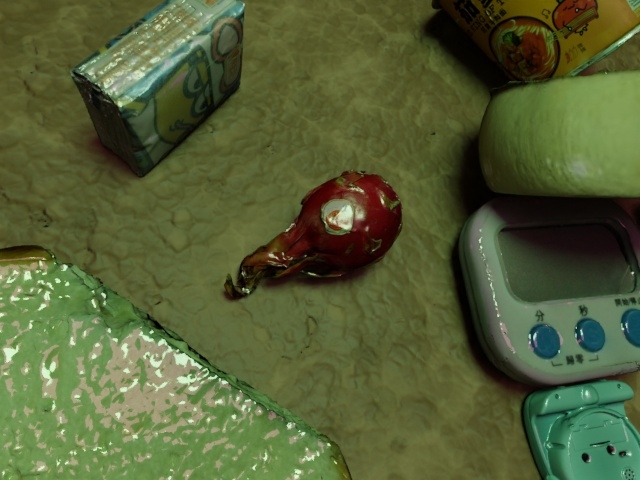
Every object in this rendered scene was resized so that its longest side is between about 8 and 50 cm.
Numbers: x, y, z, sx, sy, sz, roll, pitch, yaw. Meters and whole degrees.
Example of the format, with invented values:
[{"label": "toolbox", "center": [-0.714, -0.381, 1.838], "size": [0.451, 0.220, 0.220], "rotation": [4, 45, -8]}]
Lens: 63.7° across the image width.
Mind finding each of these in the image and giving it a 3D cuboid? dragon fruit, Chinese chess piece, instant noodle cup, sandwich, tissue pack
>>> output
[{"label": "dragon fruit", "center": [0.000, 0.000, 0.475], "size": [0.190, 0.094, 0.094], "rotation": [-31, 81, -17]}, {"label": "Chinese chess piece", "center": [0.283, -0.097, 0.488], "size": [0.257, 0.257, 0.104], "rotation": [-2, 98, -15]}, {"label": "instant noodle cup", "center": [0.261, -0.276, 0.580], "size": [0.215, 0.215, 0.172], "rotation": [-38, 92, -23]}, {"label": "sandwich", "center": [-0.139, 0.119, 0.389], "size": [0.288, 0.100, 0.255], "rotation": [-9, 74, -16]}, {"label": "tissue pack", "center": [-0.138, -0.149, 0.474], "size": [0.065, 0.115, 0.155], "rotation": [39, 67, 4]}]

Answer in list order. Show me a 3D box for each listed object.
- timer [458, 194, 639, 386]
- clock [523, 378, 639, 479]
[{"label": "timer", "center": [0.245, 0.046, 0.528], "size": [0.208, 0.069, 0.191], "rotation": [-3, 72, -14]}, {"label": "clock", "center": [0.260, 0.211, 0.487], "size": [0.108, 0.045, 0.147], "rotation": [-4, 73, -14]}]
